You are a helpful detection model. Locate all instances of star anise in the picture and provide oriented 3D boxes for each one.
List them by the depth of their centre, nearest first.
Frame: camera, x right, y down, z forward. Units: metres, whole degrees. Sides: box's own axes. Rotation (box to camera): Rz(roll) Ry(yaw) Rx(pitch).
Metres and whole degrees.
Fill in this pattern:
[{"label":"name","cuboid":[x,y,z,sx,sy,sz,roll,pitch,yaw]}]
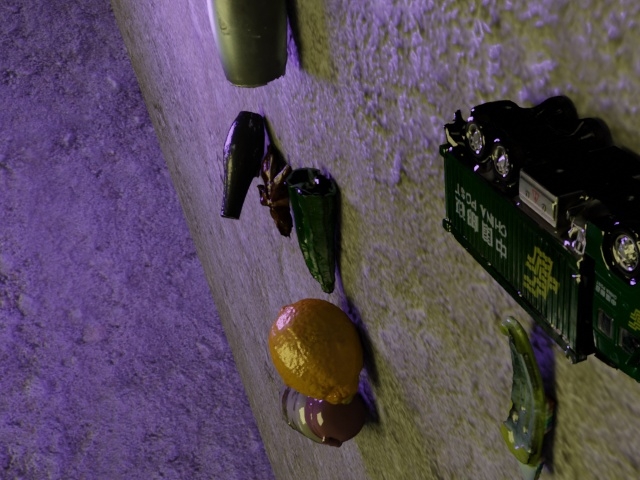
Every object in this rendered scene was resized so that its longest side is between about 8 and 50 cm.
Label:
[{"label":"star anise","cuboid":[-0.079,-0.092,1.503,0.212,0.053,0.157,86,161,-46]}]

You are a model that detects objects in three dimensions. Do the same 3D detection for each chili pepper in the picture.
[{"label":"chili pepper","cuboid":[0.000,0.000,1.310,0.088,0.059,0.227,40,150,44]}]

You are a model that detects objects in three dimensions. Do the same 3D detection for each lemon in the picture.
[{"label":"lemon","cuboid":[-0.004,0.173,1.344,0.187,0.142,0.142,55,161,17]}]

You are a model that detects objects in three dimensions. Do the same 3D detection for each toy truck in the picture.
[{"label":"toy truck","cuboid":[0.173,-0.008,0.581,0.259,0.088,0.121,-125,24,-55]}]

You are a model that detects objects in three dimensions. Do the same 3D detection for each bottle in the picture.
[{"label":"bottle","cuboid":[0.008,0.287,1.483,0.253,0.120,0.120,161,92,-74]}]

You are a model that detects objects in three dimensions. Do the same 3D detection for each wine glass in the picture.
[{"label":"wine glass","cuboid":[-0.101,-0.324,1.200,0.111,0.111,0.204,-129,28,-56]}]

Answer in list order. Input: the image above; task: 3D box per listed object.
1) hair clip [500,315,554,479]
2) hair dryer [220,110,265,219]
[{"label":"hair clip","cuboid":[0.188,0.144,0.800,0.060,0.033,0.188,-124,19,-55]},{"label":"hair dryer","cuboid":[-0.136,-0.127,1.615,0.219,0.075,0.195,49,-128,-82]}]
